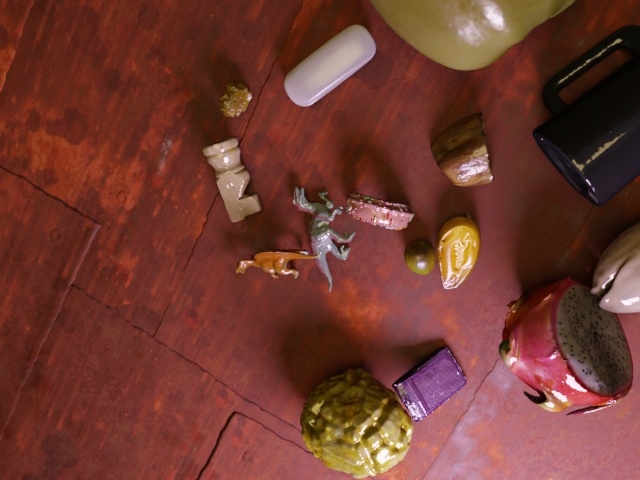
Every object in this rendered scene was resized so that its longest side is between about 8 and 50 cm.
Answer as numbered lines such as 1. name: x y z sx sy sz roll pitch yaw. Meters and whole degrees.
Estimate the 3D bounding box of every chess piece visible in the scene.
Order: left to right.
1. chess piece: -0.214 -0.148 1.465 0.090 0.090 0.200 -15 106 14

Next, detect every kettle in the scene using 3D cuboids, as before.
1. kettle: 0.616 -0.257 1.235 0.308 0.262 0.203 -41 123 12

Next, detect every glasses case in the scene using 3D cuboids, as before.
1. glasses case: 0.021 -0.402 1.379 0.233 0.059 0.092 -36 92 14

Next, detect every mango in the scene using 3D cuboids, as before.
1. mango: 0.317 0.024 1.383 0.101 0.066 0.187 5 105 3

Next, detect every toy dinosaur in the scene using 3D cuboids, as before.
1. toy dinosaur: -0.104 0.039 1.445 0.142 0.057 0.212 15 146 -26
2. toy dinosaur: 0.000 0.000 1.450 0.168 0.053 0.242 10 101 11

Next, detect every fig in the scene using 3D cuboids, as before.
1. fig: 0.236 0.044 1.401 0.074 0.074 0.088 -17 117 14

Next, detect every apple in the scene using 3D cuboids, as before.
1. apple: 0.285 -0.567 1.113 0.474 0.473 0.473 2 99 11

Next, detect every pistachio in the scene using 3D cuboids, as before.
1. pistachio: 0.708 0.046 1.225 0.332 0.226 0.207 -24 57 -7

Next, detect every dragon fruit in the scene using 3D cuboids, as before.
1. dragon fruit: 0.505 0.227 1.283 0.189 0.291 0.290 -34 91 45

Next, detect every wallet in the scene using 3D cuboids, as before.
1. wallet: 0.263 0.342 1.426 0.166 0.030 0.111 -34 90 -13

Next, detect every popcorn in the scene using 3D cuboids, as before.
1. popcorn: 0.082 0.439 1.411 0.258 0.224 0.270 44 140 7

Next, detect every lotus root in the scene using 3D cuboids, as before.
1. lotus root: 0.324 -0.191 1.336 0.135 0.095 0.159 -23 88 18

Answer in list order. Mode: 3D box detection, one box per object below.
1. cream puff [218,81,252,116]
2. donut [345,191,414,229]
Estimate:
1. cream puff: -0.209 -0.340 1.442 0.058 0.083 0.083 24 122 52
2. donut: 0.131 -0.068 1.381 0.166 0.117 0.065 15 97 10
